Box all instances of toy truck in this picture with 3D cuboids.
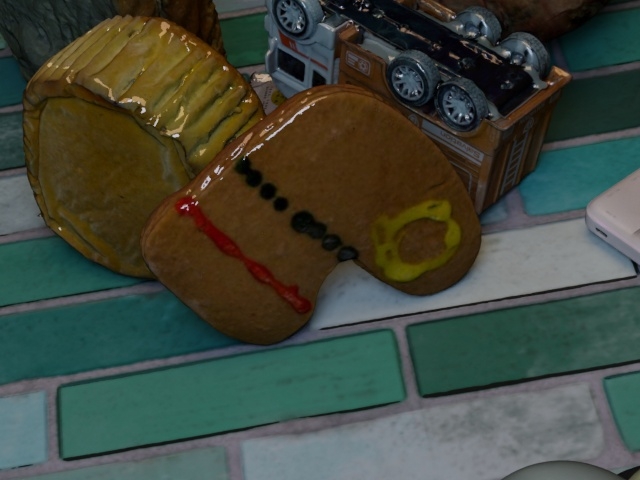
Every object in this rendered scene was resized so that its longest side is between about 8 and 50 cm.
[{"bbox_3d":[0.085,-0.162,1.672,0.305,0.162,0.136,32,47,24],"label":"toy truck"}]

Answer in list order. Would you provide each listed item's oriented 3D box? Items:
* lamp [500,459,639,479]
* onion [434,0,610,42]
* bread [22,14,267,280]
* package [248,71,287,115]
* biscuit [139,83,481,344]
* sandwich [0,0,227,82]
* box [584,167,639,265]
[{"bbox_3d":[0.219,0.253,1.282,0.243,0.198,0.197,-17,43,-40],"label":"lamp"},{"bbox_3d":[0.198,-0.364,1.773,0.353,0.354,0.354,-4,47,4],"label":"onion"},{"bbox_3d":[-0.171,-0.091,1.590,0.227,0.253,0.142,29,50,12],"label":"bread"},{"bbox_3d":[-0.007,-0.113,1.743,0.173,0.027,0.171,5,46,9],"label":"package"},{"bbox_3d":[0.001,0.001,1.525,0.277,0.262,0.052,-37,33,5],"label":"biscuit"},{"bbox_3d":[-0.249,-0.253,1.747,0.325,0.262,0.131,33,60,32],"label":"sandwich"},{"bbox_3d":[0.394,0.015,1.560,0.142,0.044,0.285,-33,51,-24],"label":"box"}]
